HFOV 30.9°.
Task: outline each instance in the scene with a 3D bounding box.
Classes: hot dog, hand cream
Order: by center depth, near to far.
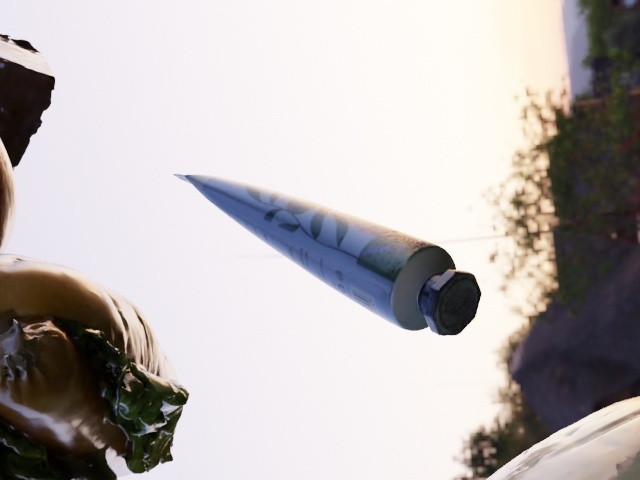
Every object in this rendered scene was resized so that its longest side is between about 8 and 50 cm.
[{"bbox_3d":[-0.127,0.092,0.576,0.135,0.100,0.337,-51,-8,-13],"label":"hot dog"},{"bbox_3d":[0.000,0.000,0.810,0.091,0.271,0.058,22,-88,-43],"label":"hand cream"}]

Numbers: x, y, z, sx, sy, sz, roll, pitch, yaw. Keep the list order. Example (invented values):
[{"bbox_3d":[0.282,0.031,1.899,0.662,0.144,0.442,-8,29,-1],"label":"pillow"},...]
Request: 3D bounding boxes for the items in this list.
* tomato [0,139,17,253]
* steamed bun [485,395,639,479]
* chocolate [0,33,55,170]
[{"bbox_3d":[-0.270,-0.035,0.656,0.195,0.195,0.136,-46,-24,-70],"label":"tomato"},{"bbox_3d":[0.159,0.172,0.531,0.155,0.250,0.200,-25,80,67],"label":"steamed bun"},{"bbox_3d":[-0.366,-0.134,0.845,0.112,0.321,0.112,-67,24,12],"label":"chocolate"}]
